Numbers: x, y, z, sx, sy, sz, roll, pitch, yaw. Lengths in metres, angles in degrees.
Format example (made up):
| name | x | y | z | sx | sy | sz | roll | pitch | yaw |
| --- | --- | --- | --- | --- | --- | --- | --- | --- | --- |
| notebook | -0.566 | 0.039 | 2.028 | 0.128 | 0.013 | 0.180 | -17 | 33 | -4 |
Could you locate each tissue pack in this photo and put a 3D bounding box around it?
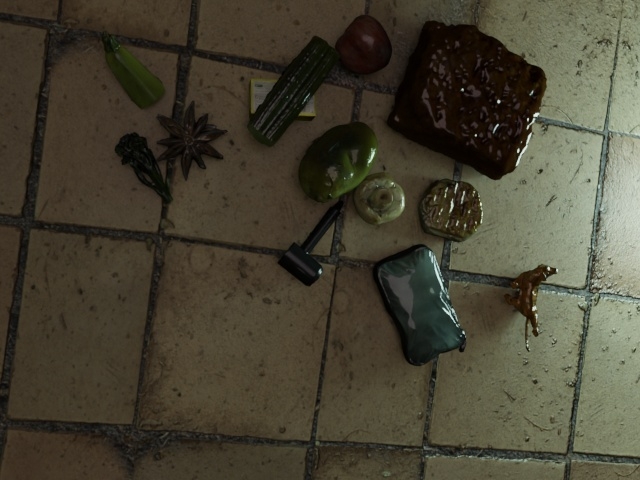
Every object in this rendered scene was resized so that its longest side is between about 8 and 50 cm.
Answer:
| name | x | y | z | sx | sy | sz | roll | pitch | yaw |
| --- | --- | --- | --- | --- | --- | --- | --- | --- | --- |
| tissue pack | -0.102 | -0.374 | 1.631 | 0.175 | 0.062 | 0.095 | -1 | 88 | -12 |

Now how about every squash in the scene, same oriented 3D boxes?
| name | x | y | z | sx | sy | sz | roll | pitch | yaw |
| --- | --- | --- | --- | --- | --- | --- | --- | --- | --- |
| squash | -0.486 | -0.436 | 1.542 | 0.090 | 0.075 | 0.200 | -32 | 119 | 7 |

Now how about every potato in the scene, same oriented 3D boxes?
| name | x | y | z | sx | sy | sz | roll | pitch | yaw |
| --- | --- | --- | --- | --- | --- | --- | --- | --- | --- |
| potato | 0.047 | -0.212 | 1.616 | 0.169 | 0.143 | 0.248 | 44 | 79 | 8 |

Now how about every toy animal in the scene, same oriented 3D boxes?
| name | x | y | z | sx | sy | sz | roll | pitch | yaw |
| --- | --- | --- | --- | --- | --- | --- | --- | --- | --- |
| toy animal | 0.605 | 0.192 | 1.782 | 0.116 | 0.114 | 0.256 | 5 | 95 | -55 |

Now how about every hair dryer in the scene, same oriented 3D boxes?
| name | x | y | z | sx | sy | sz | roll | pitch | yaw |
| --- | --- | --- | --- | --- | --- | --- | --- | --- | --- |
| hair dryer | -0.001 | -0.001 | 1.662 | 0.114 | 0.070 | 0.248 | 40 | 73 | -8 |

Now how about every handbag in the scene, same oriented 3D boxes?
| name | x | y | z | sx | sy | sz | roll | pitch | yaw |
| --- | --- | --- | --- | --- | --- | --- | --- | --- | --- |
| handbag | 0.282 | 0.187 | 1.715 | 0.191 | 0.075 | 0.332 | -23 | 92 | -15 |

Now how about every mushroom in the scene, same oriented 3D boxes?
| name | x | y | z | sx | sy | sz | roll | pitch | yaw |
| --- | --- | --- | --- | --- | --- | --- | --- | --- | --- |
| mushroom | 0.158 | -0.113 | 1.664 | 0.147 | 0.112 | 0.148 | 0 | 85 | -5 |

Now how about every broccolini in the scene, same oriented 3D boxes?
| name | x | y | z | sx | sy | sz | roll | pitch | yaw |
| --- | --- | --- | --- | --- | --- | --- | --- | --- | --- |
| broccolini | -0.437 | -0.185 | 1.557 | 0.203 | 0.068 | 0.091 | 50 | 61 | -9 |

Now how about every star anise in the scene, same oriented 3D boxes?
| name | x | y | z | sx | sy | sz | roll | pitch | yaw |
| --- | --- | --- | --- | --- | --- | --- | --- | --- | --- |
| star anise | -0.344 | -0.256 | 1.577 | 0.195 | 0.065 | 0.182 | 43 | 84 | -20 |

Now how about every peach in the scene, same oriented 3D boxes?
| name | x | y | z | sx | sy | sz | roll | pitch | yaw |
| --- | --- | --- | --- | --- | --- | --- | --- | --- | --- |
| peach | 0.124 | -0.518 | 1.649 | 0.152 | 0.152 | 0.152 | 0 | 90 | -12 |

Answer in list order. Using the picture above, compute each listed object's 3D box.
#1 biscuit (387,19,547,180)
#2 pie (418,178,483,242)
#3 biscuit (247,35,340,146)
| name | x | y | z | sx | sy | sz | roll | pitch | yaw |
| --- | --- | --- | --- | --- | --- | --- | --- | --- | --- |
| biscuit | 0.418 | -0.392 | 1.695 | 0.394 | 0.166 | 0.343 | 22 | 87 | -13 |
| pie | 0.374 | -0.090 | 1.745 | 0.195 | 0.046 | 0.195 | 0 | 92 | -12 |
| biscuit | -0.071 | -0.389 | 1.589 | 0.099 | 0.038 | 0.323 | 38 | 80 | -12 |
